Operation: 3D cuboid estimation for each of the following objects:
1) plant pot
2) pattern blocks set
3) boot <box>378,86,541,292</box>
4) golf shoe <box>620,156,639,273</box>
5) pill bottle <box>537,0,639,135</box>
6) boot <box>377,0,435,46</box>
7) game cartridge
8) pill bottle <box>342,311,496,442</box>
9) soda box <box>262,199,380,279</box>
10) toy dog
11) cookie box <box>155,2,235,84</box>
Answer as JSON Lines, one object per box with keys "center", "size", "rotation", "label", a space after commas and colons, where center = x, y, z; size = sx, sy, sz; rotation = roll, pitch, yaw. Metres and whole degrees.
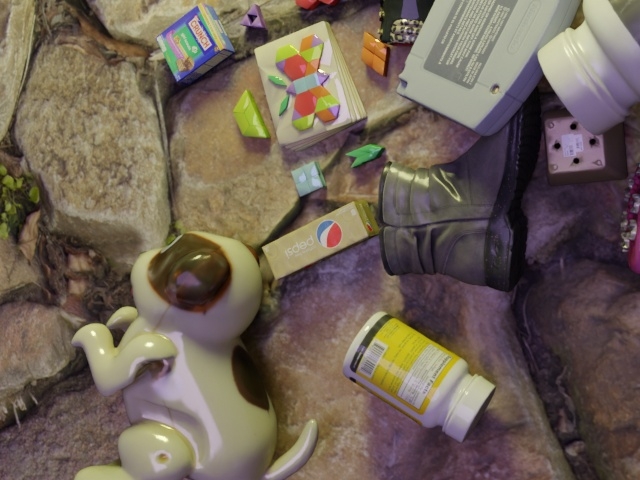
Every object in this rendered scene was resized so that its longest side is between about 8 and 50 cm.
{"center": [0.355, -0.131, 1.160], "size": [0.109, 0.096, 0.109], "rotation": [-4, 94, 24], "label": "plant pot"}
{"center": [-0.021, -0.250, 1.361], "size": [0.285, 0.026, 0.325], "rotation": [-33, 82, 24], "label": "pattern blocks set"}
{"center": [0.190, -0.097, 1.231], "size": [0.223, 0.118, 0.338], "rotation": [11, 98, 27], "label": "boot"}
{"center": [0.468, -0.099, 1.076], "size": [0.140, 0.115, 0.306], "rotation": [14, 83, 11], "label": "golf shoe"}
{"center": [0.416, -0.263, 0.968], "size": [0.318, 0.176, 0.176], "rotation": [-36, 80, 29], "label": "pill bottle"}
{"center": [0.091, -0.385, 1.261], "size": [0.236, 0.085, 0.178], "rotation": [12, 102, 20], "label": "boot"}
{"center": [0.236, -0.296, 1.138], "size": [0.196, 0.060, 0.294], "rotation": [38, 106, 45], "label": "game cartridge"}
{"center": [0.148, 0.206, 1.278], "size": [0.208, 0.119, 0.119], "rotation": [31, 107, 19], "label": "pill bottle"}
{"center": [0.000, 0.000, 1.359], "size": [0.181, 0.058, 0.061], "rotation": [-26, 85, 24], "label": "soda box"}
{"center": [-0.205, 0.189, 1.356], "size": [0.395, 0.284, 0.408], "rotation": [4, 95, 24], "label": "toy dog"}
{"center": [-0.212, -0.331, 1.432], "size": [0.107, 0.040, 0.092], "rotation": [-30, 82, 24], "label": "cookie box"}
